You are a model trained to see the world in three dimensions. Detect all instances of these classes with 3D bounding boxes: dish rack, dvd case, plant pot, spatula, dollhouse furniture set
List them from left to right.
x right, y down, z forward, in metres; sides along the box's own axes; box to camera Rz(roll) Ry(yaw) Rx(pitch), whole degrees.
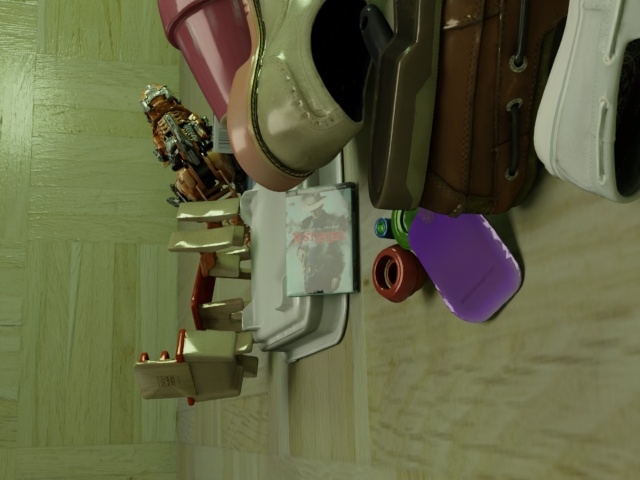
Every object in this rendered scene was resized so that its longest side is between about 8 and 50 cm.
[{"bbox_3d":[-0.176,0.108,1.199,0.259,0.135,0.262,-88,-6,-53],"label":"dollhouse furniture set"},{"bbox_3d":[-0.092,-0.247,1.056,0.201,0.201,0.180,142,113,-71],"label":"plant pot"},{"bbox_3d":[-0.047,0.006,1.063,0.333,0.072,0.285,141,130,-69],"label":"dish rack"},{"bbox_3d":[0.000,0.000,0.890,0.087,0.013,0.119,-5,79,31],"label":"dvd case"},{"bbox_3d":[0.075,-0.074,0.627,0.084,0.030,0.296,119,144,-49],"label":"spatula"}]

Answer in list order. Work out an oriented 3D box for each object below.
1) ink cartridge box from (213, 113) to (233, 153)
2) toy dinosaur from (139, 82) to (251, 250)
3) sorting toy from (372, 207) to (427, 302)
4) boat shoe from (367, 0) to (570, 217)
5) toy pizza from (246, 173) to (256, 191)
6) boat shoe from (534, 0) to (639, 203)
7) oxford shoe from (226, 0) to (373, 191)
[{"bbox_3d":[-0.151,-0.282,1.396,0.332,0.065,0.165,-101,13,-63],"label":"ink cartridge box"},{"bbox_3d":[-0.205,-0.111,1.390,0.218,0.164,0.321,80,177,-79],"label":"toy dinosaur"},{"bbox_3d":[0.077,0.002,0.674,0.061,0.042,0.102,50,126,46],"label":"sorting toy"},{"bbox_3d":[0.099,-0.162,0.484,0.110,0.105,0.307,-99,15,-63],"label":"boat shoe"},{"bbox_3d":[-0.090,-0.163,1.299,0.201,0.032,0.201,-175,90,-79],"label":"toy pizza"},{"bbox_3d":[0.147,-0.104,0.373,0.063,0.066,0.184,47,133,49],"label":"boat shoe"},{"bbox_3d":[0.003,-0.244,0.867,0.147,0.140,0.396,-23,57,40],"label":"oxford shoe"}]
